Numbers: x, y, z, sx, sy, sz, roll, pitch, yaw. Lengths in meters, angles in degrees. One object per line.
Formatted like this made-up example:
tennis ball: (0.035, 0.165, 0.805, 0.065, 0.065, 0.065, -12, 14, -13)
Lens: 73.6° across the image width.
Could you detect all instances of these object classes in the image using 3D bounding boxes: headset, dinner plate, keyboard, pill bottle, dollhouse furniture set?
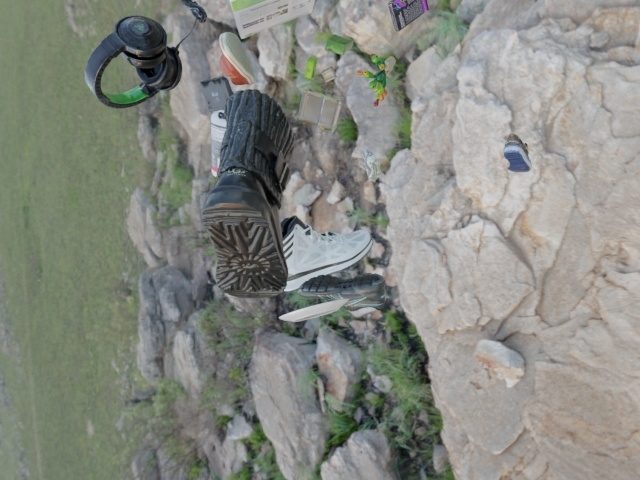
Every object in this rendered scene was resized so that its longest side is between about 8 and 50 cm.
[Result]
headset: (-0.495, -0.549, 1.217, 0.394, 0.243, 0.185, -39, 84, -5)
dinner plate: (-0.010, 0.138, 0.827, 0.141, 0.141, 0.017, -29, 73, 44)
keyboard: (-0.257, -0.360, 1.097, 0.180, 0.023, 0.108, 23, 134, 55)
pill bottle: (-0.337, -0.407, 1.665, 0.176, 0.176, 0.318, 38, 130, 44)
dollhouse furniture set: (0.012, -0.277, 0.755, 0.076, 0.058, 0.151, 19, 125, 6)

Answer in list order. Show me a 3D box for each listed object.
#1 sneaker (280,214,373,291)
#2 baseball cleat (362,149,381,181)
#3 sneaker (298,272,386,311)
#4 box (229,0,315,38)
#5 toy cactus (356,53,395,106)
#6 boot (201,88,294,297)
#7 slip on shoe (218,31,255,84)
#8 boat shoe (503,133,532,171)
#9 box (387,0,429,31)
sneaker: (0.000, 0.000, 1.681, 0.169, 0.448, 0.257, 31, 142, 58)
baseball cleat: (0.250, -0.375, 2.098, 0.206, 0.072, 0.109, 76, 171, -66)
sneaker: (0.063, 0.164, 1.266, 0.267, 0.101, 0.106, -3, 115, 19)
box: (-0.122, -0.634, 1.118, 0.322, 0.232, 0.058, -120, 8, -76)
toy cactus: (0.240, -0.676, 1.741, 0.112, 0.219, 0.180, 21, 66, 35)
boot: (-0.118, -0.067, 0.792, 0.348, 0.131, 0.260, 98, 174, -55)
slip on shoe: (-0.300, -0.610, 1.476, 0.331, 0.101, 0.123, -84, -19, -85)
boat shoe: (0.571, -0.249, 1.229, 0.066, 0.183, 0.066, 5, 80, 31)
box: (0.349, -0.929, 1.699, 0.162, 0.116, 0.029, -38, 46, -6)
